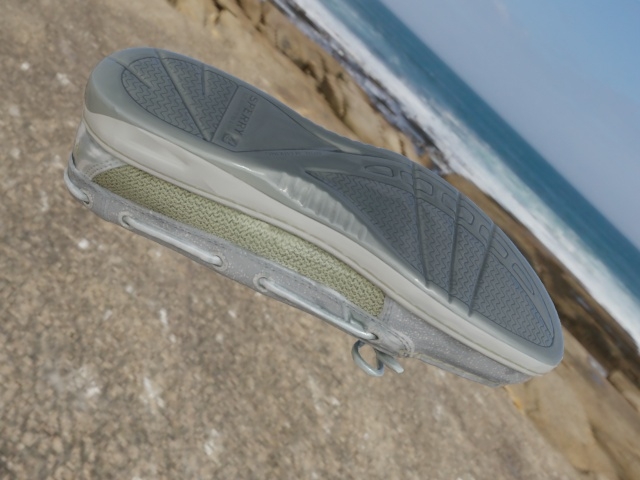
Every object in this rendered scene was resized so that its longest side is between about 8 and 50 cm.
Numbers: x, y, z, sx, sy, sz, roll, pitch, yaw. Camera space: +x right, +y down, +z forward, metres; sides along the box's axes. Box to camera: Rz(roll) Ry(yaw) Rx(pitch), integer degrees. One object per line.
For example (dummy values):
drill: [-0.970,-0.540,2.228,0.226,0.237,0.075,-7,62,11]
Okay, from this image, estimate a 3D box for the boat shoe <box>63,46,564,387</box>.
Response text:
boat shoe: [-0.002,0.001,0.497,0.320,0.103,0.118,27,38,-7]
